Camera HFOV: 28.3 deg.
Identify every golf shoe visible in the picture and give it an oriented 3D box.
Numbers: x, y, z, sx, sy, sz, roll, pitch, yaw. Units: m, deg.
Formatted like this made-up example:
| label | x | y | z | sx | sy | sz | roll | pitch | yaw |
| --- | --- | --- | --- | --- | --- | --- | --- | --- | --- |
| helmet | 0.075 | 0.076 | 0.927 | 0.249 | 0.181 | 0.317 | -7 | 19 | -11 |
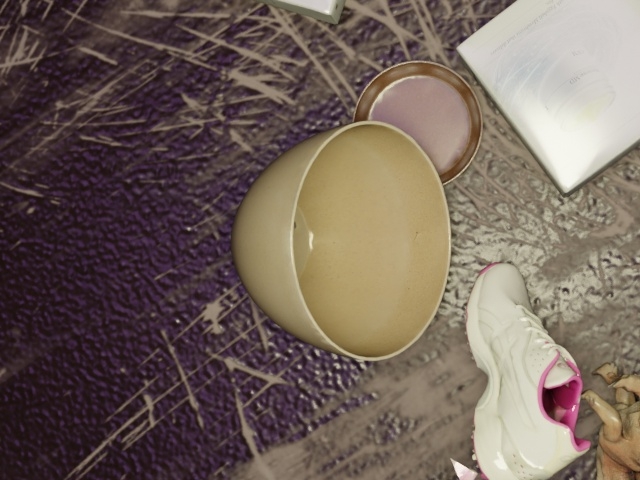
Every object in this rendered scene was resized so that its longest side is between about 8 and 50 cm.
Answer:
| label | x | y | z | sx | sy | sz | roll | pitch | yaw |
| --- | --- | --- | --- | --- | --- | --- | --- | --- | --- |
| golf shoe | 0.254 | 0.150 | 1.514 | 0.140 | 0.115 | 0.306 | -30 | 47 | 37 |

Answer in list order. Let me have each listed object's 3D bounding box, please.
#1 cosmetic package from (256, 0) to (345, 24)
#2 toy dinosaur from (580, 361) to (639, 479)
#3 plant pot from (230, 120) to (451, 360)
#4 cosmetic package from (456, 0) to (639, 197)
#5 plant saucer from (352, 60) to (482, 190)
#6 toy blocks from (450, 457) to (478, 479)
| label | x | y | z | sx | sy | sz | roll | pitch | yaw |
| --- | --- | --- | --- | --- | --- | --- | --- | --- | --- |
| cosmetic package | -0.071 | -0.371 | 1.652 | 0.231 | 0.085 | 0.117 | 19 | 93 | 8 |
| toy dinosaur | 0.408 | 0.235 | 1.496 | 0.127 | 0.296 | 0.200 | -31 | 86 | -35 |
| plant pot | 0.000 | 0.000 | 1.564 | 0.191 | 0.284 | 0.284 | 0 | 89 | 45 |
| cosmetic package | 0.324 | -0.207 | 1.552 | 0.224 | 0.138 | 0.224 | -37 | 85 | 8 |
| plant saucer | 0.126 | -0.147 | 1.640 | 0.168 | 0.029 | 0.168 | 0 | 88 | 10 |
| toy blocks | 0.205 | 0.441 | 1.474 | 0.288 | 0.309 | 0.260 | 32 | 101 | 8 |
